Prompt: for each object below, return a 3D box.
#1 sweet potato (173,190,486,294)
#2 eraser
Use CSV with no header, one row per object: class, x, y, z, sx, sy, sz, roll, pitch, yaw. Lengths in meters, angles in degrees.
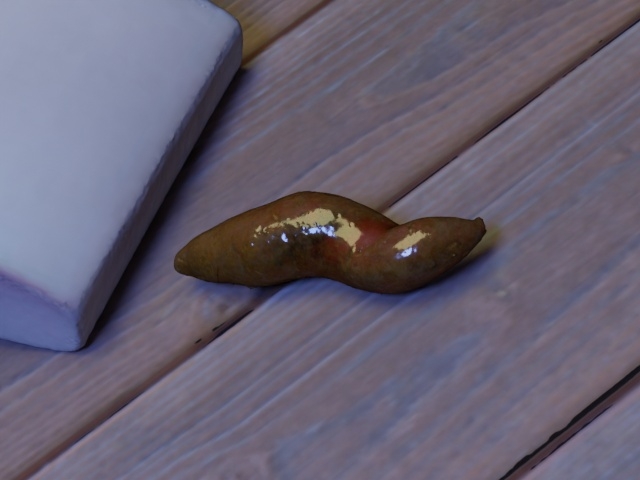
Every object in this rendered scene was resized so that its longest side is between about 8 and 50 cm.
sweet potato,-0.001,0.001,0.999,0.202,0.058,0.055,-1,27,29
eraser,-0.180,-0.069,1.117,0.174,0.095,0.270,19,54,9
